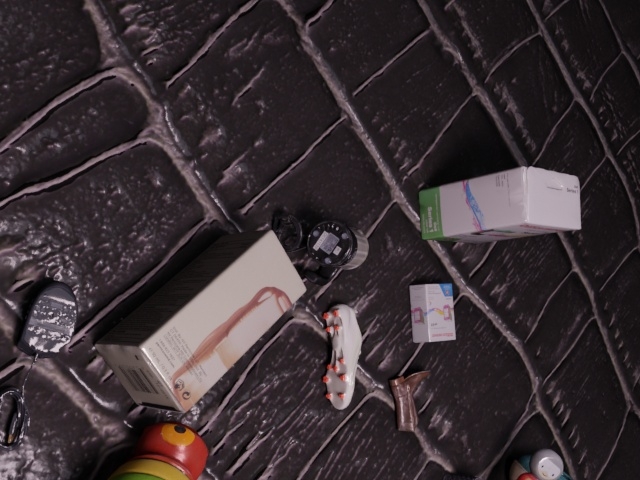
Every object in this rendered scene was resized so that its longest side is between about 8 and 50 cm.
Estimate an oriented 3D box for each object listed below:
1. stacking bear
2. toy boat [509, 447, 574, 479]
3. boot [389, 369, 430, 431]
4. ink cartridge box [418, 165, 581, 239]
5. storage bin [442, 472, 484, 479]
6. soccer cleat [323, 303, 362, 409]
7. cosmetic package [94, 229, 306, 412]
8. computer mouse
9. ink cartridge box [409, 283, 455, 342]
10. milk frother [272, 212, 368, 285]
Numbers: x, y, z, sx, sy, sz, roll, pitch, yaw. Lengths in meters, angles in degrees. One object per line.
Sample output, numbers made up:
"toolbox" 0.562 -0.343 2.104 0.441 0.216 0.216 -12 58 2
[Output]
"stacking bear" -0.240 0.369 1.074 0.175 0.164 0.289 17 30 0
"toy boat" 0.510 0.541 1.645 0.148 0.267 0.318 -54 135 3
"boot" 0.192 0.328 1.567 0.106 0.037 0.114 -12 88 -28
"ink cartridge box" 0.381 -0.068 1.629 0.201 0.278 0.117 4 81 -40
"storage bin" 0.302 0.592 1.593 0.122 0.084 0.180 38 60 -30
"soccer cleat" 0.049 0.218 1.444 0.076 0.068 0.197 9 75 -43
"cosmetic package" -0.181 0.120 1.203 0.296 0.153 0.129 -44 113 -34
"computer mouse" -0.406 0.174 1.080 0.071 0.041 0.242 25 75 -27
"ink cartridge box" 0.238 0.154 1.624 0.088 0.052 0.123 1 84 -41
"milk frother" 0.000 0.000 1.419 0.143 0.129 0.134 54 10 13
